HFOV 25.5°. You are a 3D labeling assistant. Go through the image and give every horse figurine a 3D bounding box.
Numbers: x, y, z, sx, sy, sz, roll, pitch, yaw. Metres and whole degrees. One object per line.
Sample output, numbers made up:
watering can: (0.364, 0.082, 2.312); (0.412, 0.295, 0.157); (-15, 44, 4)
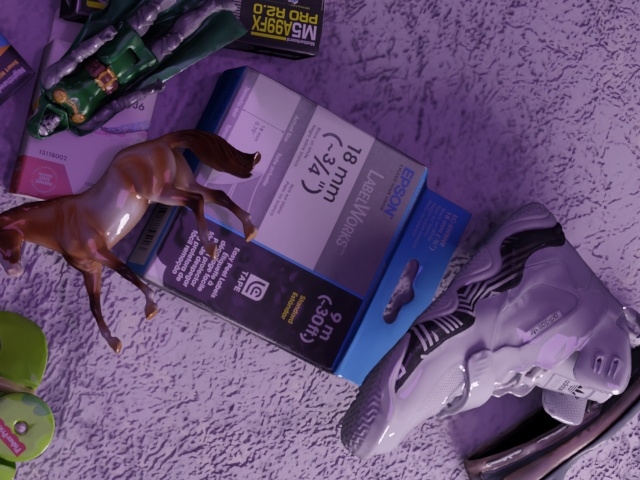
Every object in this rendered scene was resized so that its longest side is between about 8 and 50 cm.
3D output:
horse figurine: (-0.178, -0.022, 1.358); (0.263, 0.066, 0.174); (-41, 79, 1)

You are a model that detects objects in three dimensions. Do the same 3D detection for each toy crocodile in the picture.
toy crocodile: (-0.337, 0.237, 1.371); (0.105, 0.115, 0.341); (20, 83, -13)

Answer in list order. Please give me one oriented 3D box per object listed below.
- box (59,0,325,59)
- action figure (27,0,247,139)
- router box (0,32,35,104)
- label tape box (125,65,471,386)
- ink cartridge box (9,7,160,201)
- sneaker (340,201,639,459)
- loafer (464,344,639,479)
box: (-0.120, -0.312, 1.446); (0.270, 0.060, 0.216); (6, 90, -27)
action figure: (-0.190, -0.176, 1.362); (0.232, 0.063, 0.137); (-42, 117, -5)
router box: (-0.389, -0.154, 1.376); (0.179, 0.046, 0.133); (-44, 105, -13)
label tape box: (0.000, 0.000, 1.489); (0.333, 0.106, 0.241); (28, 83, -18)
ink cartridge box: (-0.231, -0.130, 1.422); (0.115, 0.067, 0.198); (13, 87, -19)
sneaker: (0.194, 0.135, 1.490); (0.210, 0.137, 0.366); (41, 60, 6)
loafer: (0.278, 0.201, 1.604); (0.267, 0.096, 0.084); (-41, 98, -12)
